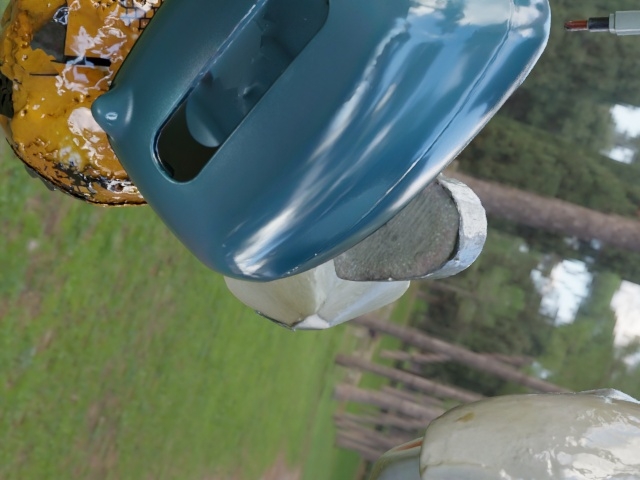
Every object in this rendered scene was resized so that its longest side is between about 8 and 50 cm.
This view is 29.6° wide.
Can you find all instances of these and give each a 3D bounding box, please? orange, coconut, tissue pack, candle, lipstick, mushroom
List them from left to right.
[{"bbox_3d":[-0.165,-0.144,1.040,0.182,0.234,0.234,-98,-154,-84],"label":"orange"},{"bbox_3d":[-0.007,-0.110,0.800,0.287,0.198,0.206,-45,161,30],"label":"tissue pack"},{"bbox_3d":[0.000,0.000,1.896,0.323,0.323,0.323,19,90,-86],"label":"coconut"},{"bbox_3d":[0.077,-0.021,1.278,0.068,0.192,0.168,0,134,-49],"label":"candle"},{"bbox_3d":[0.356,-0.270,1.505,0.025,0.107,0.025,17,77,-66],"label":"lipstick"},{"bbox_3d":[0.242,0.176,0.941,0.128,0.350,0.128,177,-90,-80],"label":"mushroom"}]

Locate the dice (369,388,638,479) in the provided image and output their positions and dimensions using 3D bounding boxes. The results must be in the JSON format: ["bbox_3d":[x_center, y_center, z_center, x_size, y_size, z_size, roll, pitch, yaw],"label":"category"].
[{"bbox_3d":[0.219,0.290,1.211,0.251,0.243,0.259,-11,168,-42],"label":"dice"}]

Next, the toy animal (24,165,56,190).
[{"bbox_3d":[-0.249,-0.159,1.357,0.210,0.117,0.121,-50,143,-31],"label":"toy animal"}]
